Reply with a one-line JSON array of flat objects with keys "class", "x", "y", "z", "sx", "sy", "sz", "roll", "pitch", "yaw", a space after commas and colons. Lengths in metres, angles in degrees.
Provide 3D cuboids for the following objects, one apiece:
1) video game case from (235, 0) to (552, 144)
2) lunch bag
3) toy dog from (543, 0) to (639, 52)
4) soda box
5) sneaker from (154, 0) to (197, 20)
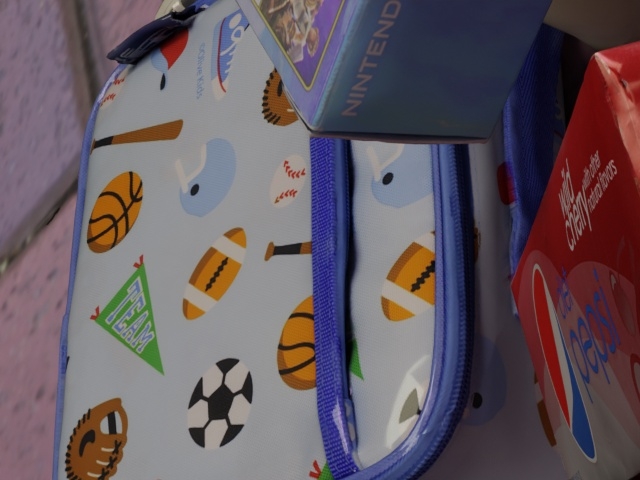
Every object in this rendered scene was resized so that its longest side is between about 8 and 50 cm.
[{"class": "video game case", "x": 0.021, "y": -0.203, "z": 0.514, "sx": 0.244, "sy": 0.061, "sz": 0.269, "roll": 61, "pitch": 139, "yaw": 44}, {"class": "lunch bag", "x": 0.000, "y": 0.000, "z": 0.814, "sx": 0.243, "sy": 0.115, "sz": 0.303, "roll": -30, "pitch": 48, "yaw": 38}, {"class": "toy dog", "x": 0.129, "y": -0.237, "z": 0.607, "sx": 0.395, "sy": 0.284, "sz": 0.408, "roll": 56, "pitch": 137, "yaw": 20}, {"class": "soda box", "x": 0.111, "y": 0.014, "z": 0.525, "sx": 0.263, "sy": 0.092, "sz": 0.083, "roll": 84, "pitch": 170, "yaw": -77}, {"class": "sneaker", "x": 0.011, "y": -0.174, "z": 0.919, "sx": 0.275, "sy": 0.107, "sz": 0.110, "roll": -37, "pitch": 34, "yaw": 36}]
